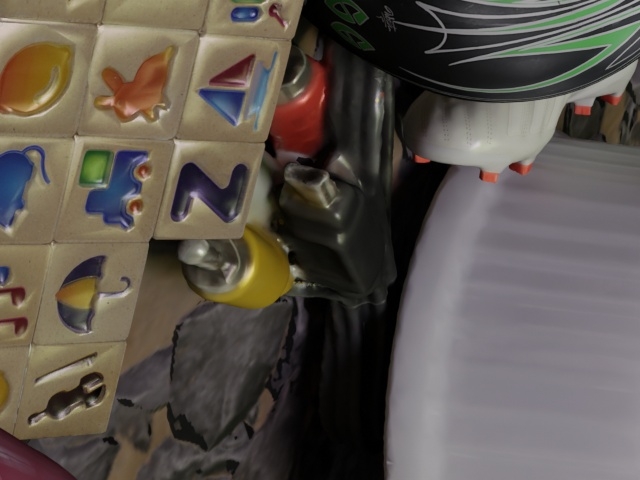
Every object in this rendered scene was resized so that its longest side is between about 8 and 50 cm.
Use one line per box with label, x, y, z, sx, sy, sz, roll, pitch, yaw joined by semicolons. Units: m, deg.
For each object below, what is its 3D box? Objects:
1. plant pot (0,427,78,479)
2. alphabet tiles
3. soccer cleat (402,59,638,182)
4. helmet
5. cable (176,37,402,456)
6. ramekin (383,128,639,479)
plant pot;-0.149;0.114;0.508;0.201;0.201;0.180;-63;156;1
alphabet tiles;-0.099;-0.036;0.587;0.198;0.009;0.237;-1;116;-37
soccer cleat;0.098;-0.086;0.849;0.196;0.068;0.076;-31;133;-51
helmet;0.074;-0.132;0.666;0.169;0.161;0.169;-42;140;-49
cable;0.000;0.000;0.802;0.287;0.072;0.140;69;37;-66
ramekin;0.148;0.080;0.896;0.277;0.135;0.277;-15;107;-61
